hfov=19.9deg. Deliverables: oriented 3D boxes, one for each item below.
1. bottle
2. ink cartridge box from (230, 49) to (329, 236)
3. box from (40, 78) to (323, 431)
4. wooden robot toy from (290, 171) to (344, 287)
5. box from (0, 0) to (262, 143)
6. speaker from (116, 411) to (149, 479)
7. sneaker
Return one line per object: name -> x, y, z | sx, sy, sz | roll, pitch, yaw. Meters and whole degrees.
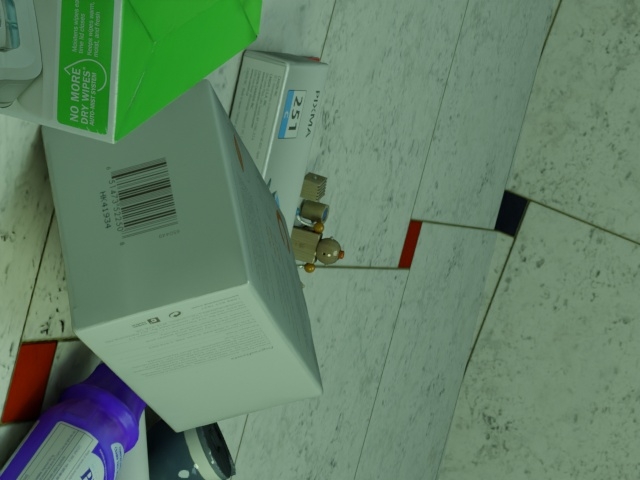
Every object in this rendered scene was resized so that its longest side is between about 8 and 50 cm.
bottle -> -0.254, 0.227, 1.819 | 0.283, 0.092, 0.118 | -57, 162, -44
ink cartridge box -> -0.051, -0.081, 2.234 | 0.261, 0.066, 0.296 | -13, 117, -69
box -> -0.127, 0.027, 1.780 | 0.345, 0.168, 0.215 | 62, 14, -66
wooden robot toy -> 0.000, 0.000, 2.441 | 0.076, 0.079, 0.173 | -20, 125, -69
box -> -0.197, -0.193, 1.397 | 0.262, 0.231, 0.126 | -45, 147, -57
speaker -> -0.211, 0.235, 1.943 | 0.055, 0.055, 0.136 | 54, 28, -69
sneaker -> -0.175, 0.250, 2.117 | 0.319, 0.131, 0.112 | 82, -16, -83
